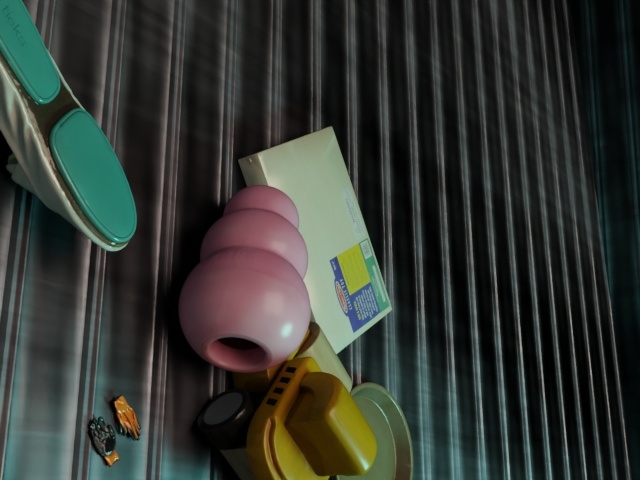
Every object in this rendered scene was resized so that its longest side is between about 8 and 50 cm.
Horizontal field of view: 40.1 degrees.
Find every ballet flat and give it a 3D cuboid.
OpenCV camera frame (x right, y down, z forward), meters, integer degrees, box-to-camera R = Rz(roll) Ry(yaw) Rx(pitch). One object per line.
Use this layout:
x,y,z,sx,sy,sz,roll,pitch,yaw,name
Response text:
-0.382,-0.156,1.159,0.400,0.139,0.139,64,36,-24,ballet flat

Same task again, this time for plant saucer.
0.094,0.417,1.707,0.278,0.041,0.277,23,61,-50,plant saucer

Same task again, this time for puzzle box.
0.000,0.000,1.707,0.272,0.052,0.408,-29,102,-55,puzzle box

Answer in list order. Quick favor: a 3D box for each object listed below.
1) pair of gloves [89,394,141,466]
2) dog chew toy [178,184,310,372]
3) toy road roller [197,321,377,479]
-0.290,0.269,1.242,0.083,0.010,0.074,-42,114,-49,pair of gloves
-0.110,0.044,1.419,0.206,0.207,0.331,45,38,-37,dog chew toy
-0.013,0.275,1.427,0.202,0.241,0.329,60,38,-22,toy road roller
